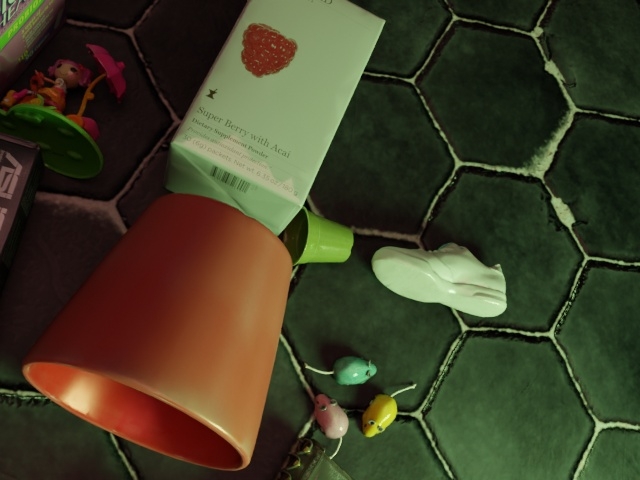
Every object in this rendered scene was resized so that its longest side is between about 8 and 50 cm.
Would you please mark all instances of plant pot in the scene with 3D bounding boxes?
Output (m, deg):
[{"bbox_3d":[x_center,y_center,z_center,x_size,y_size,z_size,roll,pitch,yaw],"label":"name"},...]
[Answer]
[{"bbox_3d":[-0.163,0.097,0.846,0.274,0.275,0.243,26,61,-8],"label":"plant pot"},{"bbox_3d":[0.000,0.000,1.007,0.079,0.083,0.083,11,73,-26],"label":"plant pot"}]

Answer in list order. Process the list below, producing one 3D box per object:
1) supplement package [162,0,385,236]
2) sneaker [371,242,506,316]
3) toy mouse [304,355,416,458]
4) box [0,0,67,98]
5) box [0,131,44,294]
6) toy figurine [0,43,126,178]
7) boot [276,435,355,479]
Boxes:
[{"bbox_3d":[-0.065,-0.182,0.976,0.177,0.175,0.293,26,70,-7],"label":"supplement package"},{"bbox_3d":[0.171,0.038,1.051,0.212,0.080,0.094,20,60,-17],"label":"sneaker"},{"bbox_3d":[0.037,0.209,0.983,0.143,0.031,0.161,42,69,-2],"label":"toy mouse"},{"bbox_3d":[-0.416,-0.281,0.866,0.117,0.243,0.214,32,69,-6],"label":"box"},{"bbox_3d":[-0.534,0.034,0.830,0.318,0.097,0.395,17,73,-13],"label":"box"},{"bbox_3d":[-0.329,-0.188,0.953,0.173,0.130,0.159,16,58,9],"label":"toy figurine"},{"bbox_3d":[-0.074,0.340,0.900,0.263,0.091,0.229,40,64,-7],"label":"boot"}]
